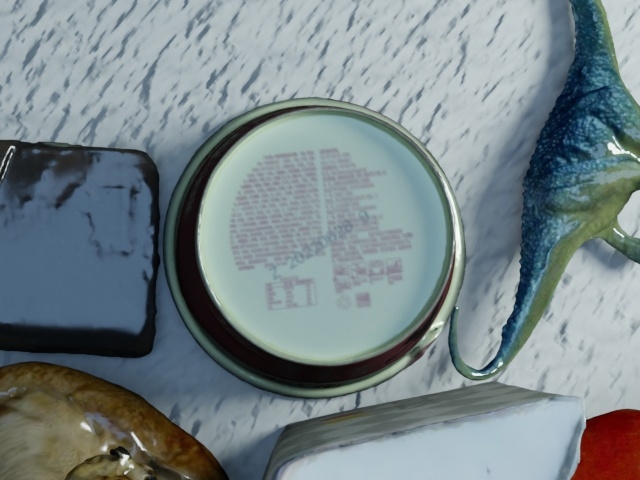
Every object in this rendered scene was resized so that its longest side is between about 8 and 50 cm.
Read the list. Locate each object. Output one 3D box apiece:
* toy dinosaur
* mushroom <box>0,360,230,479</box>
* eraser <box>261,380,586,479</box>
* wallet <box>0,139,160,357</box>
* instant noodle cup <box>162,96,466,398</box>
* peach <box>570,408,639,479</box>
[{"bbox_3d":[0.209,-0.054,1.401,0.147,0.076,0.363,16,80,6],"label":"toy dinosaur"},{"bbox_3d":[-0.194,0.220,1.325,0.267,0.254,0.267,-5,77,23],"label":"mushroom"},{"bbox_3d":[0.048,0.153,1.225,0.213,0.397,0.082,-11,87,-1],"label":"eraser"},{"bbox_3d":[-0.276,0.003,1.401,0.310,0.042,0.165,3,89,-1],"label":"wallet"},{"bbox_3d":[0.000,0.000,1.340,0.235,0.178,0.234,0,86,-3],"label":"instant noodle cup"},{"bbox_3d":[0.214,0.235,1.316,0.243,0.199,0.243,1,89,-24],"label":"peach"}]
